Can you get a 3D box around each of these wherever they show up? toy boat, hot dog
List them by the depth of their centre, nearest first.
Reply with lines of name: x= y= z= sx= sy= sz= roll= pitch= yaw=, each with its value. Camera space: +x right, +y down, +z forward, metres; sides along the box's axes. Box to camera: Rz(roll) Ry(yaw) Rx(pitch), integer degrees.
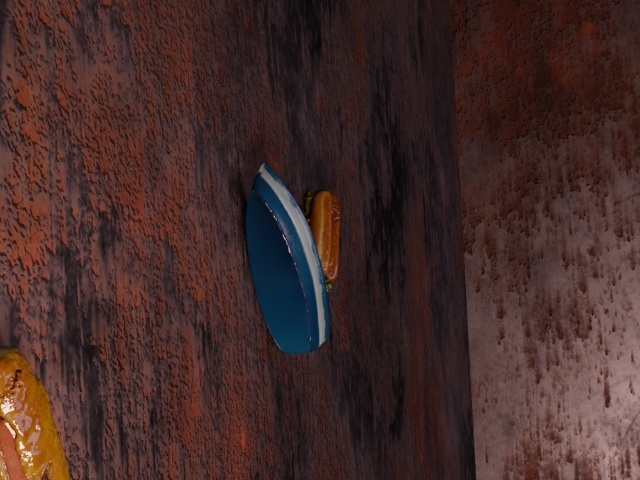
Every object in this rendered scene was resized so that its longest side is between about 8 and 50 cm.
hot dog: x=-0.270 y=0.233 z=1.215 sx=0.088 sy=0.061 sz=0.286 roll=-84 pitch=164 yaw=-64
toy boat: x=-0.058 y=0.031 z=1.876 sx=0.062 sy=0.096 sz=0.299 roll=-48 pitch=129 yaw=-55
hot dog: x=0.000 y=0.000 z=2.119 sx=0.072 sy=0.055 sz=0.188 roll=49 pitch=40 yaw=-57
